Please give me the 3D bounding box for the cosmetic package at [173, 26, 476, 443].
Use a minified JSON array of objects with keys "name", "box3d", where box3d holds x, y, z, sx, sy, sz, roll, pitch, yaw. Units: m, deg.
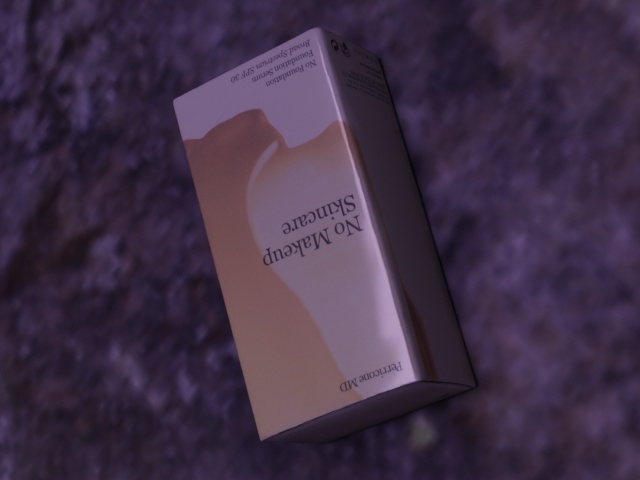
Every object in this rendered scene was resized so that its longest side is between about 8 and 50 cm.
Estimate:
[{"name":"cosmetic package","box3d":[0.000,0.000,0.489,0.060,0.041,0.115,-25,71,25]}]
